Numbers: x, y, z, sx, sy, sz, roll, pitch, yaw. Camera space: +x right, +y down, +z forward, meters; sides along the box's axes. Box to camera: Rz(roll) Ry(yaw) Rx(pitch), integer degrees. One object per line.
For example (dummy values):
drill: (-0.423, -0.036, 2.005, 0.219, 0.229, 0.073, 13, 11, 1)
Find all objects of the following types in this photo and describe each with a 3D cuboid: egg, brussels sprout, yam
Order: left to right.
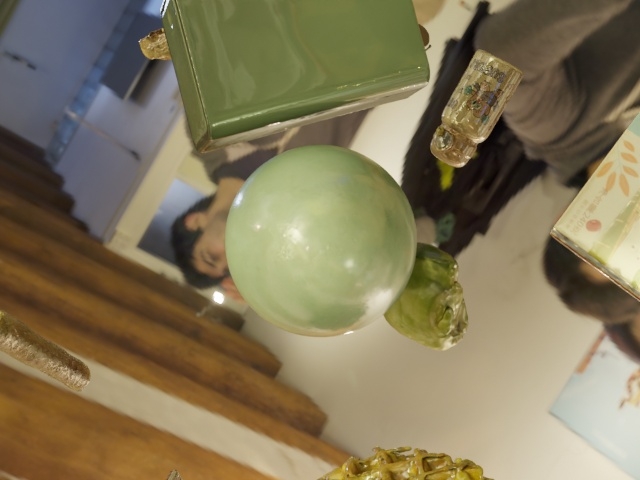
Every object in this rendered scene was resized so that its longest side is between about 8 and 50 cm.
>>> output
yam: (-0.524, 0.210, 1.744, 0.066, 0.066, 0.300, 33, 169, 34)
egg: (0.000, 0.000, 1.354, 0.276, 0.276, 0.389, 30, 179, -5)
brussels sprout: (0.168, 0.088, 1.526, 0.145, 0.131, 0.183, 11, 133, 25)

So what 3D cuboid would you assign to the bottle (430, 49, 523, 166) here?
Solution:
bottle: (0.275, -0.236, 1.713, 0.097, 0.209, 0.110, 35, -168, 32)

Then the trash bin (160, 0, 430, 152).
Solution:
trash bin: (-0.038, -0.279, 1.366, 0.343, 0.223, 0.158, -15, 180, -17)

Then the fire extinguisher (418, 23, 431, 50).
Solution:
fire extinguisher: (0.130, -0.316, 1.599, 0.064, 0.043, 0.158, 38, 155, -12)

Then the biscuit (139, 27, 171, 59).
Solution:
biscuit: (-0.234, -0.372, 1.685, 0.118, 0.183, 0.061, -133, 19, -72)

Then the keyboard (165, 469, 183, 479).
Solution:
keyboard: (-0.217, 0.421, 1.464, 0.017, 0.055, 0.166, 8, 140, 22)

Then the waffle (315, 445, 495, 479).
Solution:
waffle: (0.071, 0.438, 1.424, 0.379, 0.382, 0.095, -7, 111, 46)

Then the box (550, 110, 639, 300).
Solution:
box: (0.602, -0.059, 1.405, 0.344, 0.385, 0.122, 42, -166, 34)
